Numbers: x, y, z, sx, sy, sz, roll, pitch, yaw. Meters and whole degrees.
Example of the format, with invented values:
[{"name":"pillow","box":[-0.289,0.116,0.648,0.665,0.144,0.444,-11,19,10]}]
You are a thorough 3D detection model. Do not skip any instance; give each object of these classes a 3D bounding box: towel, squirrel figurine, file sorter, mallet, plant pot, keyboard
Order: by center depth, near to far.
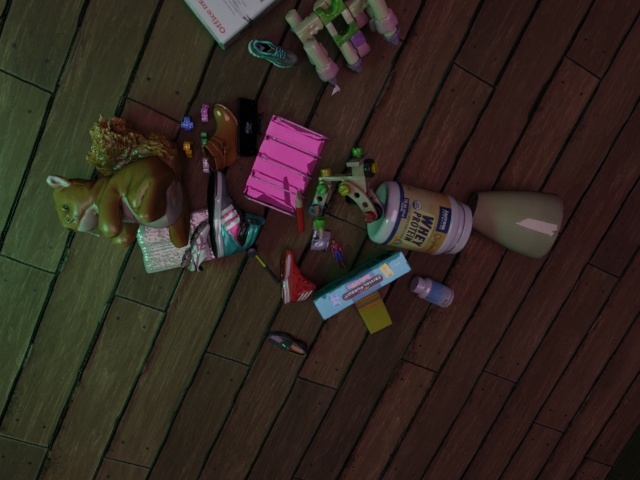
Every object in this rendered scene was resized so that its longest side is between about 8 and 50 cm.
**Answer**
[{"name":"squirrel figurine","box":[-0.631,-0.177,1.318,0.371,0.281,0.396,1,79,6]},{"name":"file sorter","box":[-0.115,-0.247,1.398,0.202,0.182,0.290,21,99,-13]},{"name":"keyboard","box":[-0.242,-0.377,1.409,0.100,0.038,0.191,-2,98,-38]},{"name":"towel","box":[-0.490,-0.003,1.466,0.283,0.049,0.187,-12,103,-7]},{"name":"mallet","box":[-0.207,0.091,1.528,0.039,0.062,0.189,-35,107,2]},{"name":"plant pot","box":[0.699,-0.088,1.560,0.274,0.256,0.256,16,101,3]},{"name":"towel","box":[0.202,0.271,1.625,0.102,0.021,0.237,-26,127,3]}]

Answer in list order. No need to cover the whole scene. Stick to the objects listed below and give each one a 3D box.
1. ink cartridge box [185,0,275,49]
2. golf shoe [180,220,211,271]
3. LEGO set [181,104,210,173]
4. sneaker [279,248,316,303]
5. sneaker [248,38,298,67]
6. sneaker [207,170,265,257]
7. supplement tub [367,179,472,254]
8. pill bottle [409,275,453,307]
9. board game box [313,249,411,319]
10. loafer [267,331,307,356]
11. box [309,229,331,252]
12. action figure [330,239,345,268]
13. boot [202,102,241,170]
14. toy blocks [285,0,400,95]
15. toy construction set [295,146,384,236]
[{"name":"ink cartridge box","box":[-0.265,-0.759,1.281,0.273,0.114,0.197,-40,107,1]},{"name":"golf shoe","box":[-0.409,0.021,1.430,0.086,0.067,0.186,20,108,-23]},{"name":"LEGO set","box":[-0.411,-0.331,1.373,0.087,0.093,0.227,-1,104,-9]},{"name":"sneaker","box":[-0.082,0.128,1.559,0.128,0.087,0.221,-3,117,-17]},{"name":"sneaker","box":[-0.152,-0.609,1.357,0.167,0.076,0.064,11,103,-12]},{"name":"sneaker","box":[-0.282,-0.092,1.424,0.179,0.124,0.295,-7,107,-27]},{"name":"supplement tub","box":[0.350,-0.074,1.495,0.317,0.228,0.228,11,101,-12]},{"name":"pill bottle","box":[0.437,0.199,1.649,0.160,0.087,0.087,24,99,-14]},{"name":"board game box","box":[0.136,0.151,1.495,0.336,0.254,0.079,-29,90,-1]},{"name":"loafer","box":[-0.125,0.402,1.619,0.170,0.061,0.062,21,100,-13]},{"name":"box","box":[0.000,0.000,1.563,0.067,0.018,0.083,10,102,-12]},{"name":"action figure","box":[0.065,0.050,1.582,0.038,0.030,0.115,-19,104,1]},{"name":"boot","box":[-0.329,-0.334,1.356,0.152,0.073,0.197,-43,116,-43]},{"name":"toy blocks","box":[0.082,-0.654,1.341,0.289,0.308,0.260,-36,140,12]},{"name":"toy construction set","box":[0.050,-0.173,1.331,0.309,0.258,0.237,-26,125,-34]}]
